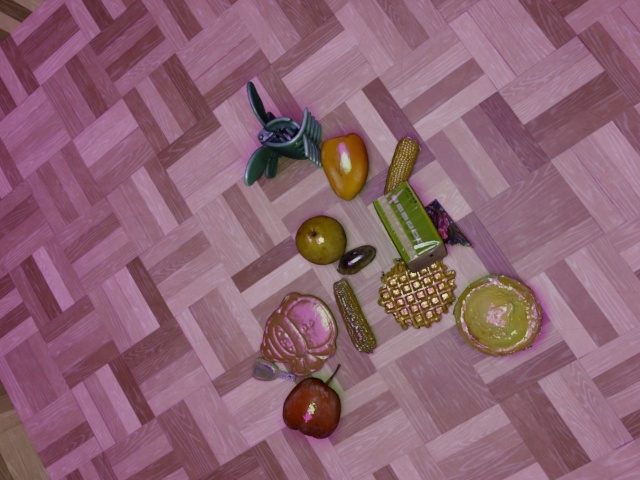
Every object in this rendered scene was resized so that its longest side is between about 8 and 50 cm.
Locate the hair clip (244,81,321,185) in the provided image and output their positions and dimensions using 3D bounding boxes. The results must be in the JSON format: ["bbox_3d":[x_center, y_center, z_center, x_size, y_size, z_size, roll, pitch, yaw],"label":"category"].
[{"bbox_3d":[-0.134,-0.392,1.862,0.238,0.318,0.392,1,88,13],"label":"hair clip"}]

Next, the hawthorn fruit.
[{"bbox_3d":[-0.037,0.654,1.867,0.231,0.235,0.263,-6,90,12],"label":"hawthorn fruit"}]

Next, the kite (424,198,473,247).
[{"bbox_3d":[0.441,-0.052,1.851,0.321,0.016,0.234,7,77,21],"label":"kite"}]

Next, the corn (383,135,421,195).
[{"bbox_3d":[0.315,-0.279,1.864,0.091,0.091,0.260,22,96,48],"label":"corn"}]

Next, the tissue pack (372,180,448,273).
[{"bbox_3d":[0.338,-0.044,1.766,0.167,0.200,0.275,-31,67,10],"label":"tissue pack"}]

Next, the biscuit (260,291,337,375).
[{"bbox_3d":[-0.087,0.400,1.975,0.312,0.057,0.351,42,99,12],"label":"biscuit"}]

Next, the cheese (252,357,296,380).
[{"bbox_3d":[-0.196,0.561,2.009,0.192,0.037,0.097,10,93,13],"label":"cheese"}]

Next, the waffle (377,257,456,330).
[{"bbox_3d":[0.379,0.192,1.860,0.329,0.062,0.329,0,90,15],"label":"waffle"}]

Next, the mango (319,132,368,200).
[{"bbox_3d":[0.107,-0.291,1.891,0.187,0.138,0.257,-19,99,-5],"label":"mango"}]

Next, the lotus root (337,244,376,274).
[{"bbox_3d":[0.143,0.078,1.907,0.179,0.080,0.089,-35,82,10],"label":"lotus root"}]

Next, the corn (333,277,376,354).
[{"bbox_3d":[0.133,0.308,1.904,0.097,0.097,0.320,-25,81,12],"label":"corn"}]

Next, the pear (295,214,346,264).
[{"bbox_3d":[0.000,0.000,1.883,0.209,0.209,0.209,0,90,14],"label":"pear"}]

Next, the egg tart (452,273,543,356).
[{"bbox_3d":[0.656,0.276,1.762,0.315,0.120,0.315,-1,88,15],"label":"egg tart"}]
